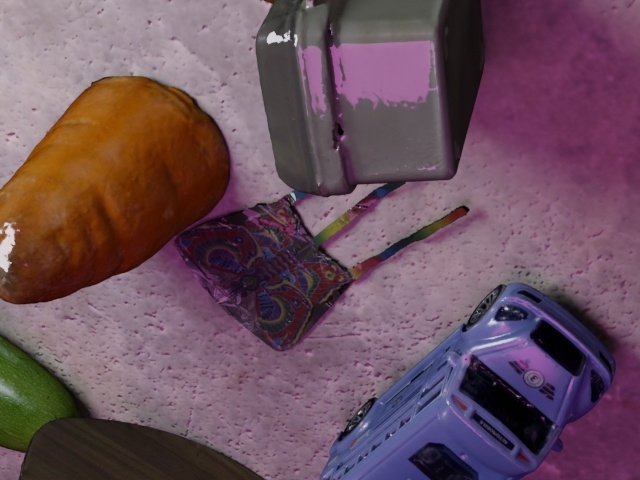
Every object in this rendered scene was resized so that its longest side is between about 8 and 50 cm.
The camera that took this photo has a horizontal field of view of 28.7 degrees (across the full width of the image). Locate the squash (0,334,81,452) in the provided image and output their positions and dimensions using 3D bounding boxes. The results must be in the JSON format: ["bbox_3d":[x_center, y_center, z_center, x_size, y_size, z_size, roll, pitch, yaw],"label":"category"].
[{"bbox_3d":[-0.420,0.104,1.308,0.395,0.107,0.107,36,128,-1],"label":"squash"}]

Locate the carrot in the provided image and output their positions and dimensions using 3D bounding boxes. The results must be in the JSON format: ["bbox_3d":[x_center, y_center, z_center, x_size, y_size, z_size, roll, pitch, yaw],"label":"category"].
[{"bbox_3d":[-0.199,-0.030,1.054,0.159,0.225,0.159,14,124,21],"label":"carrot"}]

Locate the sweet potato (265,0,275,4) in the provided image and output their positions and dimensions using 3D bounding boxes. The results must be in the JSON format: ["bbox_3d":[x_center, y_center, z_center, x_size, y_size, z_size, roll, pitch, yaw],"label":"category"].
[{"bbox_3d":[-0.121,-0.304,0.910,0.114,0.092,0.341,-27,111,-2],"label":"sweet potato"}]

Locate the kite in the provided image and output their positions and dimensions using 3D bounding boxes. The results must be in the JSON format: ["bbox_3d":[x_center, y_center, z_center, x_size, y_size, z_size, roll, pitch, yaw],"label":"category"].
[{"bbox_3d":[0.000,0.000,1.115,0.285,0.015,0.152,-30,109,38],"label":"kite"}]

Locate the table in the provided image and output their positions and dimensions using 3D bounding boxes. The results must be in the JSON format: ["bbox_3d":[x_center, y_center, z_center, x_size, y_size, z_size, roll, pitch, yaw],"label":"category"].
[{"bbox_3d":[-0.210,0.389,1.282,0.317,0.317,0.249,32,134,1],"label":"table"}]

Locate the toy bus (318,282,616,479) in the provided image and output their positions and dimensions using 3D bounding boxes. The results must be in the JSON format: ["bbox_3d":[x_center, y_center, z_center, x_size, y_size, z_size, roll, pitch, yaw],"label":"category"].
[{"bbox_3d":[0.118,0.170,1.098,0.125,0.133,0.292,40,128,-4],"label":"toy bus"}]

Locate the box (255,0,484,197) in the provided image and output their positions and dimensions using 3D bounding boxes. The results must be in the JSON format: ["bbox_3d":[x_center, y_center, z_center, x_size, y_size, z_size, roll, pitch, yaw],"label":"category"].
[{"bbox_3d":[0.042,-0.133,0.887,0.129,0.210,0.148,0,123,15],"label":"box"}]
